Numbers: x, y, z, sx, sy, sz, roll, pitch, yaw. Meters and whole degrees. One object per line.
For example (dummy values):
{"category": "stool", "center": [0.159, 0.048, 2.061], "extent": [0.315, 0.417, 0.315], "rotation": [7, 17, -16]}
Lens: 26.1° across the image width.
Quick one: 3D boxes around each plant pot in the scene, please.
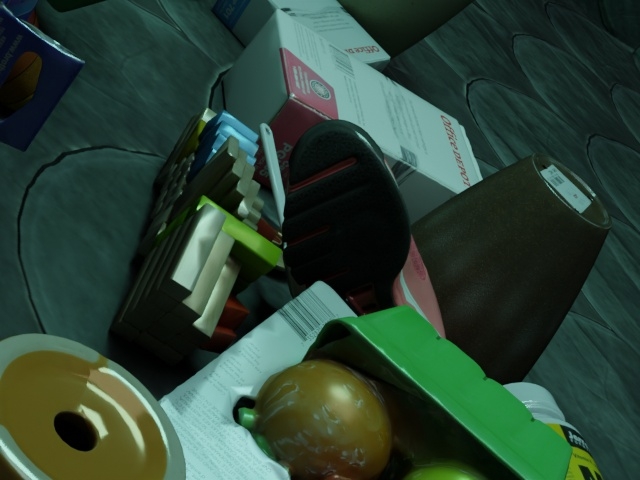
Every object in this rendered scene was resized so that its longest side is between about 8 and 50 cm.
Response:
{"category": "plant pot", "center": [-0.176, 0.159, 0.753], "extent": [0.205, 0.188, 0.205], "rotation": [33, 26, -18]}
{"category": "plant pot", "center": [0.091, -0.365, 1.884], "extent": [0.256, 0.274, 0.256], "rotation": [32, 27, -18]}
{"category": "plant pot", "center": [0.185, 0.026, 1.436], "extent": [0.215, 0.230, 0.215], "rotation": [32, 27, -18]}

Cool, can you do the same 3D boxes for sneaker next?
{"category": "sneaker", "center": [0.040, 0.027, 1.282], "extent": [0.136, 0.115, 0.314], "rotation": [-95, 166, -67]}

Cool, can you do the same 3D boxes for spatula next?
{"category": "spatula", "center": [0.000, 0.000, 1.362], "extent": [0.168, 0.019, 0.242], "rotation": [30, 40, -48]}

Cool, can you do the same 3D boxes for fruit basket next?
{"category": "fruit basket", "center": [0.023, 0.212, 1.041], "extent": [0.327, 0.165, 0.353], "rotation": [40, 44, 11]}

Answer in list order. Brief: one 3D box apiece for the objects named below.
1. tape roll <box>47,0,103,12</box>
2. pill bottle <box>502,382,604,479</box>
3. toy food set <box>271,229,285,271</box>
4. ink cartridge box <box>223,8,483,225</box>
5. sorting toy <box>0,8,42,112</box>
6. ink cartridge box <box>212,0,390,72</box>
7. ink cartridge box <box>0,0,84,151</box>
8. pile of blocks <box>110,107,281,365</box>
{"category": "tape roll", "center": [-0.254, -0.376, 1.274], "extent": [0.321, 0.077, 0.321], "rotation": [-17, 90, -89]}
{"category": "pill bottle", "center": [0.201, 0.236, 1.248], "extent": [0.119, 0.119, 0.208], "rotation": [24, 30, -33]}
{"category": "toy food set", "center": [-0.027, 0.018, 1.398], "extent": [0.122, 0.019, 0.078], "rotation": [24, 30, -25]}
{"category": "ink cartridge box", "center": [0.039, -0.112, 1.584], "extent": [0.283, 0.117, 0.207], "rotation": [29, 27, -25]}
{"category": "sorting toy", "center": [-0.307, -0.231, 1.346], "extent": [0.126, 0.127, 0.366], "rotation": [60, 7, -37]}
{"category": "ink cartridge box", "center": [-0.024, -0.266, 1.775], "extent": [0.191, 0.082, 0.139], "rotation": [50, 34, 16]}
{"category": "ink cartridge box", "center": [-0.357, -0.223, 1.018], "extent": [0.395, 0.270, 0.151], "rotation": [45, 30, 7]}
{"category": "pile of blocks", "center": [-0.078, -0.017, 1.228], "extent": [0.112, 0.149, 0.362], "rotation": [35, 25, -17]}
